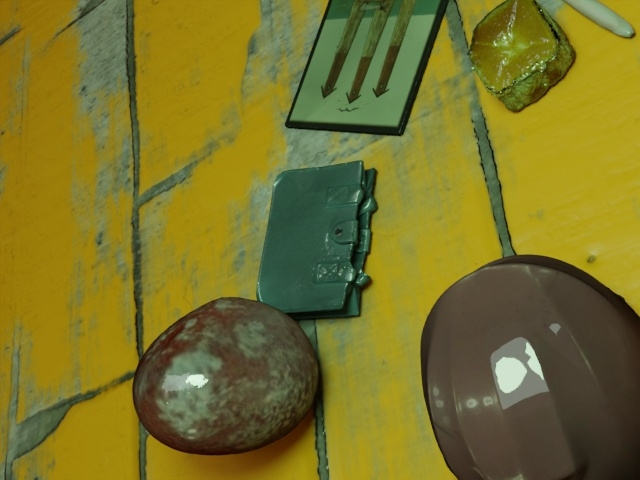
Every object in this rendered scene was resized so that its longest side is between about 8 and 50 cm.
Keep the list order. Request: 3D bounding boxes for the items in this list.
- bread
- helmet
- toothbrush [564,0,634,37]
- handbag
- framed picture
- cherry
[{"bbox_3d":[0.264,-0.254,1.306,0.128,0.069,0.140,-38,54,21],"label":"bread"},{"bbox_3d":[0.229,0.165,1.058,0.271,0.197,0.338,-20,58,29],"label":"helmet"},{"bbox_3d":[0.321,-0.352,1.333,0.025,0.029,0.307,-44,48,5],"label":"toothbrush"},{"bbox_3d":[0.000,0.000,1.411,0.179,0.062,0.229,-6,66,37],"label":"handbag"},{"bbox_3d":[0.082,-0.319,1.528,0.244,0.013,0.324,9,76,42],"label":"framed picture"},{"bbox_3d":[-0.122,0.186,1.320,0.236,0.285,0.213,-36,86,35],"label":"cherry"}]
